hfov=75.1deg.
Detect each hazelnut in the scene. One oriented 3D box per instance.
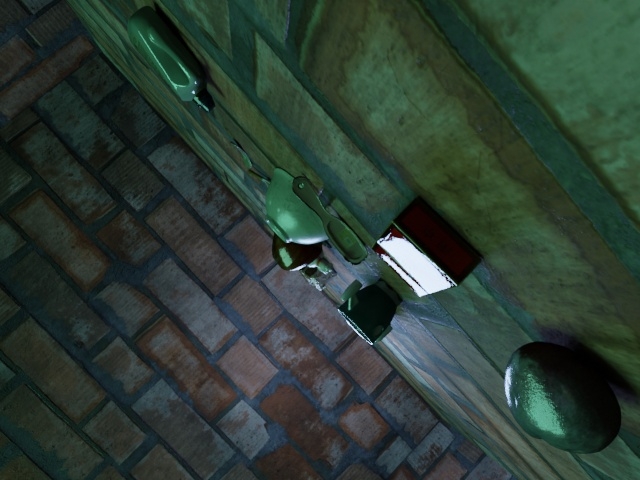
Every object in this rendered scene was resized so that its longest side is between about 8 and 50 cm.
[{"bbox_3d":[-0.096,0.014,1.611,0.181,0.181,0.212,100,156,-46],"label":"hazelnut"}]

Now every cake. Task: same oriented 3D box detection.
[{"bbox_3d":[-0.011,0.159,2.082,0.147,0.135,0.135,31,162,44],"label":"cake"}]

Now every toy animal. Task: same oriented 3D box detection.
[{"bbox_3d":[-0.049,0.043,1.747,0.282,0.139,0.140,18,169,21],"label":"toy animal"}]

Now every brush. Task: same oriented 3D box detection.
[{"bbox_3d":[0.023,-0.058,1.216,0.313,0.072,0.067,49,-176,-9],"label":"brush"}]

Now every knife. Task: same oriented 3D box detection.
[{"bbox_3d":[-0.207,-0.228,1.647,0.256,0.022,0.046,34,158,38],"label":"knife"}]

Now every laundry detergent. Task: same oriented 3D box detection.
[{"bbox_3d":[-0.404,-0.489,1.178,0.281,0.105,0.215,50,168,-11],"label":"laundry detergent"}]

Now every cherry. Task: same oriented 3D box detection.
[{"bbox_3d":[0.376,0.244,0.668,0.176,0.139,0.176,161,90,-75],"label":"cherry"}]

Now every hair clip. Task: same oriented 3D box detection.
[{"bbox_3d":[-0.310,-0.340,1.641,0.054,0.022,0.137,38,167,39],"label":"hair clip"}]

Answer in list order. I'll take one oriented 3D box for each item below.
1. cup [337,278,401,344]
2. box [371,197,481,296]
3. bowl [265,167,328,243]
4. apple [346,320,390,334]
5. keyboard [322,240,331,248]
[{"bbox_3d":[0.172,0.227,1.390,0.167,0.173,0.300,35,165,49],"label":"cup"},{"bbox_3d":[0.186,0.024,0.791,0.153,0.074,0.240,42,171,7],"label":"box"},{"bbox_3d":[-0.097,-0.079,1.408,0.313,0.146,0.313,44,171,9],"label":"bowl"},{"bbox_3d":[0.198,0.305,1.685,0.201,0.162,0.201,39,180,0],"label":"apple"},{"bbox_3d":[0.000,0.000,1.720,0.053,0.010,0.155,50,170,-24],"label":"keyboard"}]
